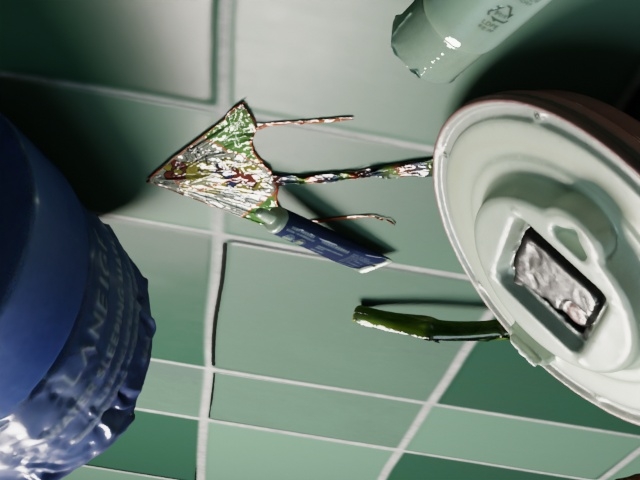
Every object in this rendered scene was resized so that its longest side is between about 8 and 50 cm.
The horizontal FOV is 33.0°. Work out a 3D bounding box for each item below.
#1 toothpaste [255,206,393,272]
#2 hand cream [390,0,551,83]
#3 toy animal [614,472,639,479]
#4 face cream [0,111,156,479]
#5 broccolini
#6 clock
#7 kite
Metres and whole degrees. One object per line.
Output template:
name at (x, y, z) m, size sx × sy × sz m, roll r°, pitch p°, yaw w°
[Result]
toothpaste at (0.000, 0.000, 0.844) m, size 0.037 × 0.021 × 0.140 m, roll -18°, pitch 150°, yaw 39°
hand cream at (0.109, -0.147, 0.523) m, size 0.078 × 0.050 × 0.205 m, roll 24°, pitch 144°, yaw -23°
toy animal at (0.270, 0.146, 0.603) m, size 0.284 × 0.225 × 0.302 m, roll -13°, pitch 171°, yaw 5°
face cream at (-0.267, 0.046, 0.781) m, size 0.249 × 0.249 × 0.225 m, roll 0°, pitch 156°, yaw 15°
broccolini at (0.146, 0.079, 0.947) m, size 0.239 × 0.051 × 0.054 m, roll 3°, pitch -164°, yaw 14°
clock at (0.158, 0.016, 0.666) m, size 0.244 × 0.056 × 0.244 m, roll 44°, pitch 154°, yaw 27°
kite at (-0.014, -0.043, 0.794) m, size 0.244 × 0.006 × 0.198 m, roll -1°, pitch 151°, yaw 16°
